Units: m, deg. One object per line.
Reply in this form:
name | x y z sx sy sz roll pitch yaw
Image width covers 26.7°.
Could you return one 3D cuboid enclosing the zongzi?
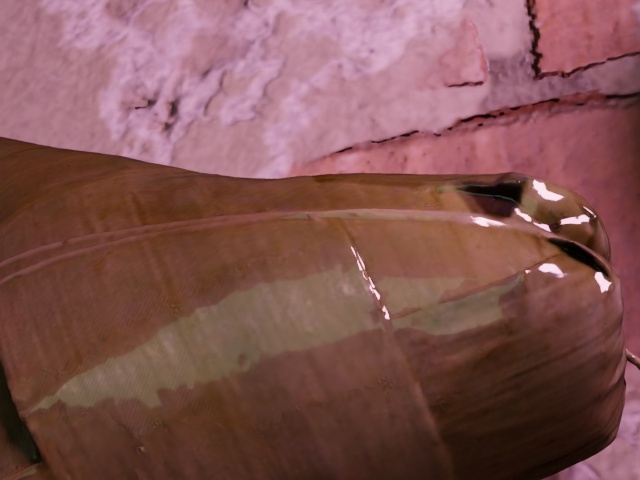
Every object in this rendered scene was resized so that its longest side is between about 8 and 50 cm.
zongzi | 0.000 0.000 0.710 0.447 0.181 0.418 -19 43 3
